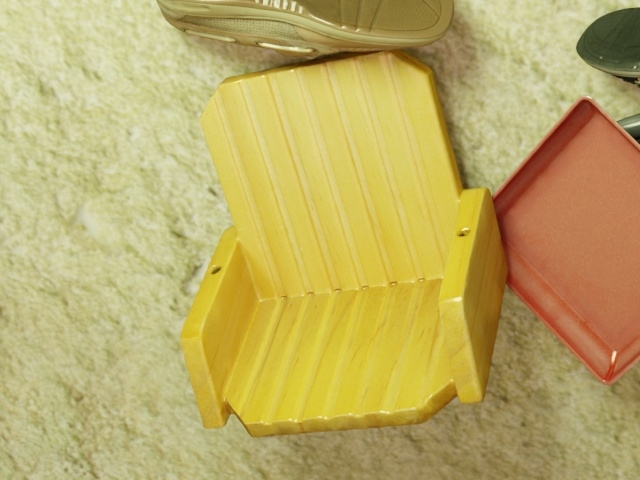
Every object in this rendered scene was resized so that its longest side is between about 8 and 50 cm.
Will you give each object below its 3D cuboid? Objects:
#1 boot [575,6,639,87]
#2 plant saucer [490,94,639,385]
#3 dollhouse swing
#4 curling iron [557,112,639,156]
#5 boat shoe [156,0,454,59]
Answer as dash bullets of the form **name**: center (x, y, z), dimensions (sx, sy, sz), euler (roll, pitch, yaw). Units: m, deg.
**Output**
- **boot**: center (0.396, -0.158, 1.383), dimensions (0.178, 0.236, 0.085), euler (43, 80, -34)
- **plant saucer**: center (0.327, -0.001, 1.483), dimensions (0.258, 0.048, 0.259), euler (47, 132, 11)
- **dollhouse swing**: center (0.000, 0.000, 1.470), dimensions (0.347, 0.315, 0.305), euler (-7, 127, 23)
- **curling iron**: center (0.394, -0.126, 1.469), dimensions (0.274, 0.035, 0.068), euler (-11, 116, 17)
- **boat shoe**: center (-0.019, -0.267, 1.444), dimensions (0.341, 0.121, 0.110), euler (12, 157, 8)
